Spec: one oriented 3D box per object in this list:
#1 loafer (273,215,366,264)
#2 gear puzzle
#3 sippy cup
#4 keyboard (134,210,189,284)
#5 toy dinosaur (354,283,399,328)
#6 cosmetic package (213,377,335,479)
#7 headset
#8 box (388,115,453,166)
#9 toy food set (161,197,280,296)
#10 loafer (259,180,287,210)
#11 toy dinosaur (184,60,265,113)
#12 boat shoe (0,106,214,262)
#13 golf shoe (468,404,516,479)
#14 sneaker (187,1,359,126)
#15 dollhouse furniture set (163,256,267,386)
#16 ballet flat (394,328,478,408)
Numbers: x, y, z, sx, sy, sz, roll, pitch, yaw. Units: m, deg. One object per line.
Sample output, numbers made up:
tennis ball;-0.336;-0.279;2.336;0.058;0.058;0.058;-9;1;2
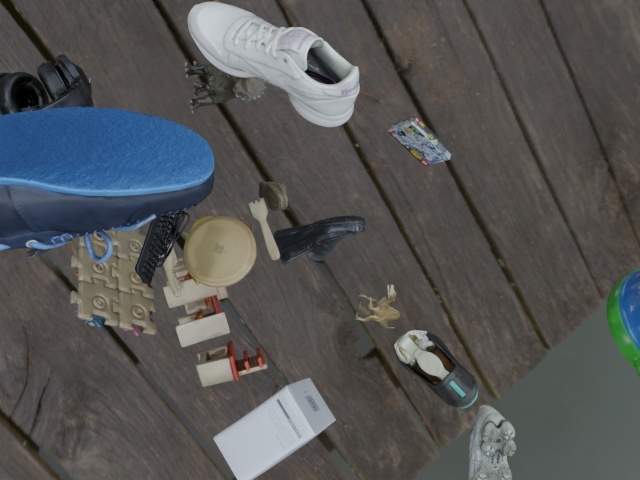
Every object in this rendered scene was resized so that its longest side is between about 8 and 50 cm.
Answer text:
loafer;0.000;0.000;1.195;0.076;0.223;0.078;-14;91;-51
gear puzzle;-0.419;0.035;1.213;0.175;0.339;0.044;23;130;-41
sippy cup;0.627;0.103;0.967;0.239;0.224;0.306;10;55;-11
keyboard;-0.218;-0.029;0.893;0.038;0.100;0.192;16;73;-1
toy dinosaur;0.123;0.158;1.302;0.092;0.183;0.053;10;55;10
cosmetic package;-0.107;0.470;1.517;0.224;0.224;0.138;-35;76;8
headset;-0.623;-0.313;1.392;0.243;0.394;0.185;-14;128;5
box;0.240;-0.237;1.459;0.137;0.094;0.027;38;68;-22
toy food set;-0.167;0.016;1.015;0.192;0.038;0.133;-19;72;-3
loafer;-0.097;-0.104;1.345;0.050;0.148;0.056;-7;113;-20
toy dinosaur;-0.178;-0.324;1.208;0.160;0.313;0.121;-4;108;-1
boat shoe;-0.208;-0.038;0.439;0.258;0.109;0.089;-1;139;-11
golf shoe;0.271;0.352;0.988;0.069;0.086;0.176;6;107;-6
sneaker;-0.067;-0.306;0.960;0.305;0.152;0.114;29;71;-1
dollhouse furniture set;-0.207;0.146;1.221;0.135;0.262;0.259;-16;101;-6
ballet flat;0.212;0.230;1.216;0.096;0.280;0.095;43;85;-25
